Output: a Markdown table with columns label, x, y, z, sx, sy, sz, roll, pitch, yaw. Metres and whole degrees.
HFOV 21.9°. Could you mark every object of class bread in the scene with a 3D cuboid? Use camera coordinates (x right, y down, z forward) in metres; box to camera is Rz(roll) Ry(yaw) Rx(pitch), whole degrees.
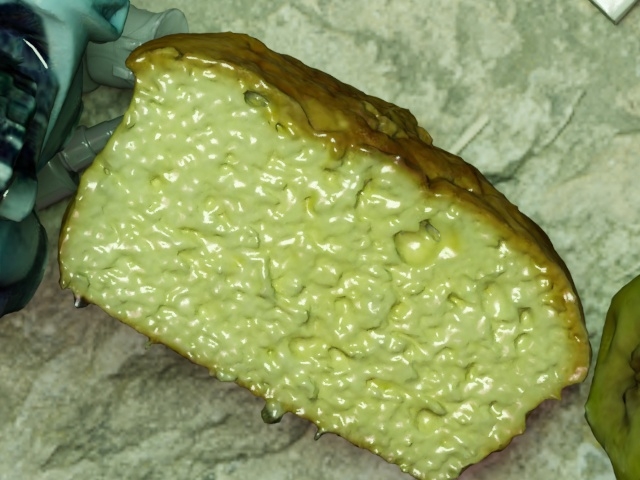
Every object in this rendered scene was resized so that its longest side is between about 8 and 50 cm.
| label | x | y | z | sx | sy | sz | roll | pitch | yaw |
| --- | --- | --- | --- | --- | --- | --- | --- | --- | --- |
| bread | 0.000 | 0.000 | 1.046 | 0.340 | 0.179 | 0.194 | 30 | 101 | -15 |

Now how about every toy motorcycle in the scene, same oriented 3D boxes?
| label | x | y | z | sx | sy | sz | roll | pitch | yaw |
| --- | --- | --- | --- | --- | --- | --- | --- | --- | --- |
| toy motorcycle | -0.225 | -0.083 | 0.979 | 0.172 | 0.416 | 0.232 | 25 | 80 | -22 |

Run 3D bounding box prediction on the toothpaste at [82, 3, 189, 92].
| label | x | y | z | sx | sy | sz | roll | pitch | yaw |
| --- | --- | --- | --- | --- | --- | --- | --- | --- | --- |
| toothpaste | -0.240 | -0.159 | 1.157 | 0.299 | 0.073 | 0.114 | 15 | 99 | 17 |

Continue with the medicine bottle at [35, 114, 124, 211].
| label | x | y | z | sx | sy | sz | roll | pitch | yaw |
| --- | --- | --- | --- | --- | --- | --- | --- | --- | --- |
| medicine bottle | -0.211 | -0.043 | 1.149 | 0.199 | 0.057 | 0.057 | -24 | 85 | 8 |

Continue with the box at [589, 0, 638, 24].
| label | x | y | z | sx | sy | sz | roll | pitch | yaw |
| --- | --- | --- | --- | --- | --- | --- | --- | --- | --- |
| box | 0.230 | -0.263 | 1.090 | 0.122 | 0.032 | 0.220 | 45 | 96 | 10 |

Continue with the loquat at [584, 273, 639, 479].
| label | x | y | z | sx | sy | sz | roll | pitch | yaw |
| --- | --- | --- | --- | --- | --- | --- | --- | --- | --- |
| loquat | 0.291 | 0.102 | 0.998 | 0.246 | 0.213 | 0.213 | 13 | 91 | -13 |
